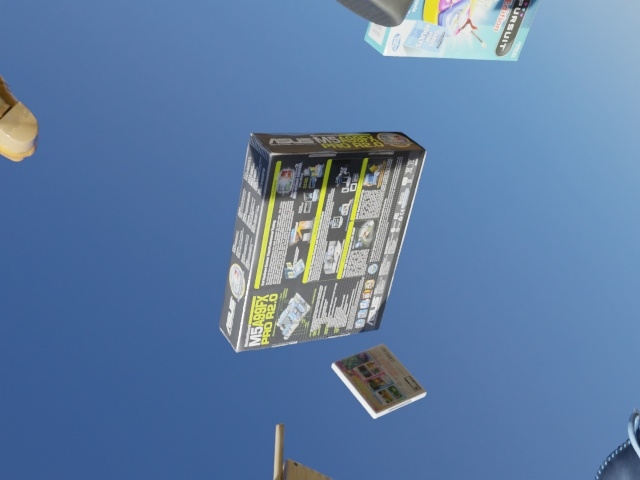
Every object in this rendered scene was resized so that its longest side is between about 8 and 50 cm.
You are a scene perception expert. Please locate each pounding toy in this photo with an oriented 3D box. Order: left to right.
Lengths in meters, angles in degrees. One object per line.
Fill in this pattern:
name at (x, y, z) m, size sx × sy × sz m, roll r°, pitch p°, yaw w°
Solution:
pounding toy at (-0.042, 0.331, 0.994) m, size 0.100 × 0.141 × 0.130 m, roll 28°, pitch -164°, yaw -13°

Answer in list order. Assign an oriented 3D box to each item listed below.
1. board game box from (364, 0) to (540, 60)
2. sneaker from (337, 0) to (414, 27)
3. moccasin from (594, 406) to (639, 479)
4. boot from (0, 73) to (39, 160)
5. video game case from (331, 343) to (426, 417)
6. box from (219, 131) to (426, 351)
board game box at (0.272, -0.473, 1.512) m, size 0.336 × 0.254 × 0.079 m, roll -6°, pitch -141°, yaw -30°
sneaker at (0.000, -0.328, 0.738) m, size 0.270 × 0.145 × 0.090 m, roll 29°, pitch 177°, yaw -24°
moccasin at (0.378, 0.202, 0.799) m, size 0.116 × 0.342 × 0.138 m, roll -5°, pitch -123°, yaw -31°
boot at (-0.546, -0.241, 1.222) m, size 0.104 × 0.211 × 0.295 m, roll -45°, pitch -72°, yaw -22°
video game case at (0.125, 0.297, 1.725) m, size 0.143 × 0.019 × 0.157 m, roll -16°, pitch -134°, yaw -33°
box at (0.000, 0.000, 0.998) m, size 0.216 × 0.270 × 0.060 m, roll -5°, pitch -148°, yaw -29°
